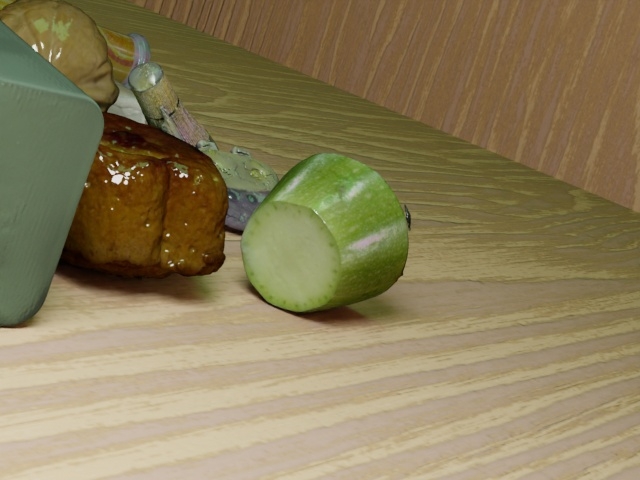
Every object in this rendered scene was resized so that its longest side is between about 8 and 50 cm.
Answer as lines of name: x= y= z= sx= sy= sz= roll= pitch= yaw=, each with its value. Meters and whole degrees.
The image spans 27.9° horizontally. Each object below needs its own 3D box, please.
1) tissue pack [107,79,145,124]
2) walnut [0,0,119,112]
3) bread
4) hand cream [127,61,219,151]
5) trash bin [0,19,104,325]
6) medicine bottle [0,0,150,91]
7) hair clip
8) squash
tissue pack: x=-0.387 y=-0.231 z=1.930 sx=0.170 sy=0.071 sz=0.325 roll=8 pitch=15 yaw=-30
walnut: x=-0.347 y=-0.203 z=1.587 sx=0.213 sy=0.213 sz=0.213 roll=18 pitch=13 yaw=-4
bread: x=-0.206 y=-0.041 z=1.245 sx=0.246 sy=0.135 sz=0.232 roll=28 pitch=19 yaw=37
hand cream: x=-0.190 y=-0.153 z=1.633 sx=0.084 sy=0.084 sz=0.203 roll=25 pitch=-24 yaw=26
trash bin: x=-0.346 y=-0.094 z=1.087 sx=0.158 sy=0.223 sz=0.343 roll=9 pitch=20 yaw=-42
medicine bottle: x=-0.477 y=-0.344 z=2.099 sx=0.426 sy=0.108 sz=0.108 roll=14 pitch=12 yaw=-44
hair clip: x=-0.093 y=-0.058 z=1.603 sx=0.187 sy=0.056 sz=0.146 roll=20 pitch=39 yaw=-43
squash: x=0.000 y=0.000 z=1.341 sx=0.170 sy=0.170 sz=0.123 roll=24 pitch=26 yaw=20
